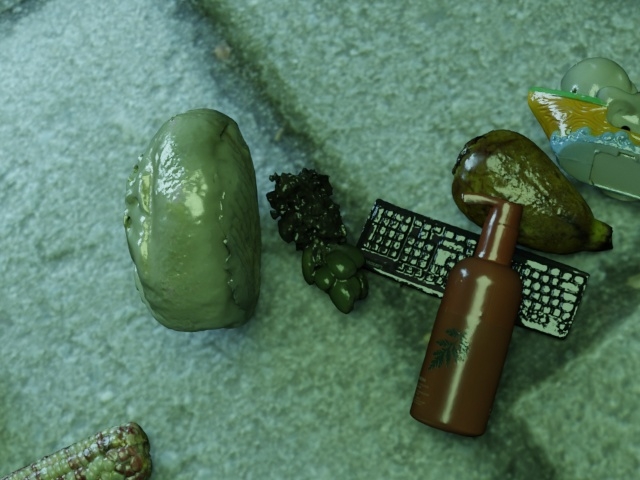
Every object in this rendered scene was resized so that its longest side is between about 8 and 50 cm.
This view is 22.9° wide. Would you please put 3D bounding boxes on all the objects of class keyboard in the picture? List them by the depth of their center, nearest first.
[{"bbox_3d":[0.158,0.033,1.698,0.250,0.017,0.087,21,76,15],"label":"keyboard"}]

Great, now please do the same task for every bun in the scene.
[{"bbox_3d":[-0.136,-0.022,1.654,0.141,0.239,0.239,-2,72,3],"label":"bun"}]

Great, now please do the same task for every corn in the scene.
[{"bbox_3d":[-0.288,0.263,1.664,0.237,0.079,0.079,-23,70,2],"label":"corn"}]

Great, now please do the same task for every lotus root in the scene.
[{"bbox_3d":[0.226,-0.041,1.674,0.190,0.094,0.108,35,115,13],"label":"lotus root"}]

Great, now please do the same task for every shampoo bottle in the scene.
[{"bbox_3d":[0.159,0.076,1.621,0.085,0.085,0.244,13,89,13],"label":"shampoo bottle"}]

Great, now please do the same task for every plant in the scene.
[{"bbox_3d":[0.000,0.000,1.701,0.085,0.087,0.174,-20,75,-33],"label":"plant"}]

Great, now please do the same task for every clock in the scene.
[{"bbox_3d":[0.330,-0.122,1.674,0.231,0.103,0.144,18,53,10],"label":"clock"}]
